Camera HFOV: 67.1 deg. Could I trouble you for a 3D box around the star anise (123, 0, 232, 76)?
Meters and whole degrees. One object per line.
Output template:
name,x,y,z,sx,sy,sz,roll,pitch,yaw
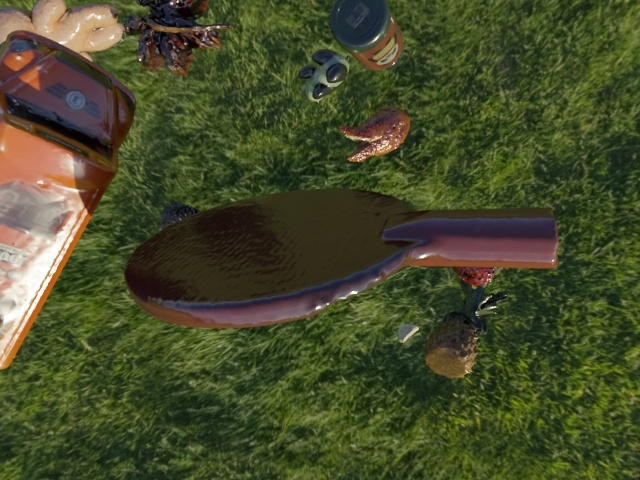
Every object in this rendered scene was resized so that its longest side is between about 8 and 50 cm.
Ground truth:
star anise,-0.321,-0.458,1.018,0.220,0.126,0.190,-35,82,22

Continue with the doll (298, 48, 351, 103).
doll,0.013,-0.630,1.871,0.135,0.234,0.143,-15,74,-49

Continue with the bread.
bread,0.186,-0.343,1.552,0.269,0.095,0.139,-29,104,-30

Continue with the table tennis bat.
table tennis bat,0.000,0.000,0.469,0.415,0.268,0.051,-1,115,22

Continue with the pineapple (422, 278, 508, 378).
pineapple,0.331,0.181,1.090,0.119,0.130,0.277,32,44,14

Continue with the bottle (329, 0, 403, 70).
bottle,0.139,-0.527,1.249,0.144,0.336,0.144,3,98,19

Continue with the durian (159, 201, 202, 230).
durian,-0.314,-0.019,1.171,0.188,0.148,0.091,-8,39,21

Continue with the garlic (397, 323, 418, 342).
garlic,0.300,0.324,1.696,0.083,0.053,0.041,-39,130,-25

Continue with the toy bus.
toy bus,-0.315,-0.040,0.500,0.143,0.153,0.329,28,95,-41

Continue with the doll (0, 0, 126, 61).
doll,-0.643,-0.516,1.179,0.303,0.201,0.156,-23,58,-16

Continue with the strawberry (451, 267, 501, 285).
strawberry,0.273,0.037,0.851,0.083,0.096,0.083,4,82,-33
